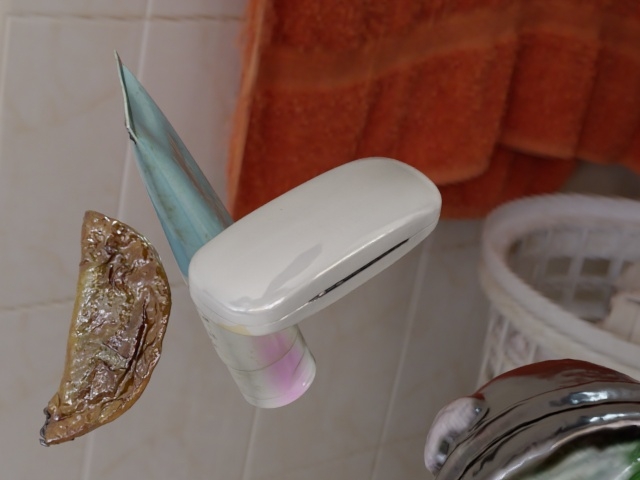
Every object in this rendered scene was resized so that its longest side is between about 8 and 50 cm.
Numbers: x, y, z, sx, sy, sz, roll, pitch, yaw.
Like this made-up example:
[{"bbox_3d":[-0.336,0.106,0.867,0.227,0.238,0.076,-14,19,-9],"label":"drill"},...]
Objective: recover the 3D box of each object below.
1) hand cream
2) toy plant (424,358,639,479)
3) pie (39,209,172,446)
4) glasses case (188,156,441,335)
[{"bbox_3d":[-0.083,0.001,0.948,0.070,0.312,0.111,-21,40,2],"label":"hand cream"},{"bbox_3d":[0.149,0.160,0.619,0.175,0.218,0.235,34,17,-23],"label":"toy plant"},{"bbox_3d":[-0.164,0.076,0.988,0.088,0.191,0.033,9,-6,17],"label":"pie"},{"bbox_3d":[0.000,0.000,0.677,0.063,0.041,0.164,35,47,28],"label":"glasses case"}]
